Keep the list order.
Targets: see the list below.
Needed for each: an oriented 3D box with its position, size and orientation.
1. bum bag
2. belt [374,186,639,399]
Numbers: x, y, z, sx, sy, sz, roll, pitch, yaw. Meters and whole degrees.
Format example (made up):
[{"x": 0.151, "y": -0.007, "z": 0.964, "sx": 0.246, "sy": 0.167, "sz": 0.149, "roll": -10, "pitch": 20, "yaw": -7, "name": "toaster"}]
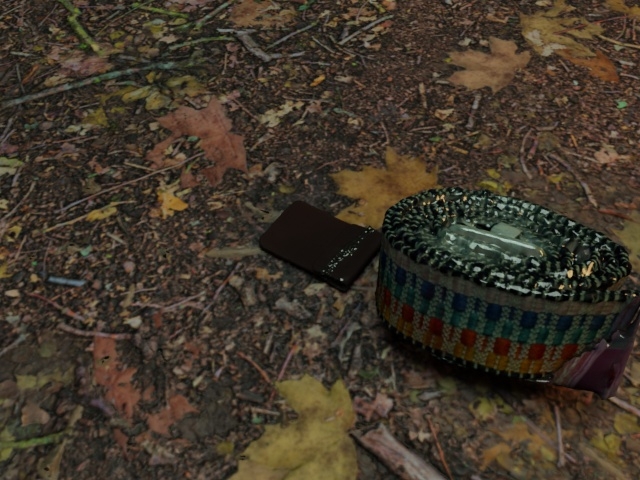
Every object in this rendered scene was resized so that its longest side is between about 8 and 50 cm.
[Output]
[{"x": 0.000, "y": 0.000, "z": 0.924, "sx": 0.159, "sy": 0.026, "sz": 0.109, "roll": 25, "pitch": 56, "yaw": 23, "name": "bum bag"}, {"x": 0.211, "y": 0.057, "z": 0.783, "sx": 0.295, "sy": 0.160, "sz": 0.206, "roll": 14, "pitch": 34, "yaw": 13, "name": "belt"}]
